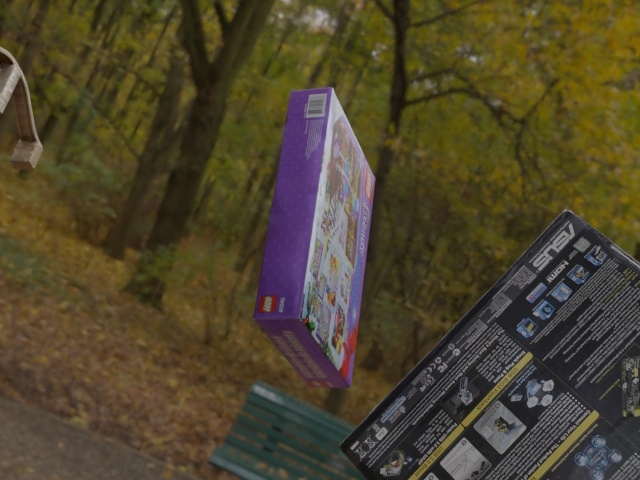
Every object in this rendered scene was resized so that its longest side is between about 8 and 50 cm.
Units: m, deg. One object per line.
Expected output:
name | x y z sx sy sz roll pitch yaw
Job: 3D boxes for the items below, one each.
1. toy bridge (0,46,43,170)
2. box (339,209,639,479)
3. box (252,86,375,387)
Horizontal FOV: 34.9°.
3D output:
toy bridge | -0.320 -0.153 1.013 0.026 0.063 0.188 4 -36 14
box | 0.261 0.204 1.130 0.318 0.395 0.097 43 -1 37
box | 0.000 0.000 1.181 0.057 0.293 0.201 -2 -30 19
